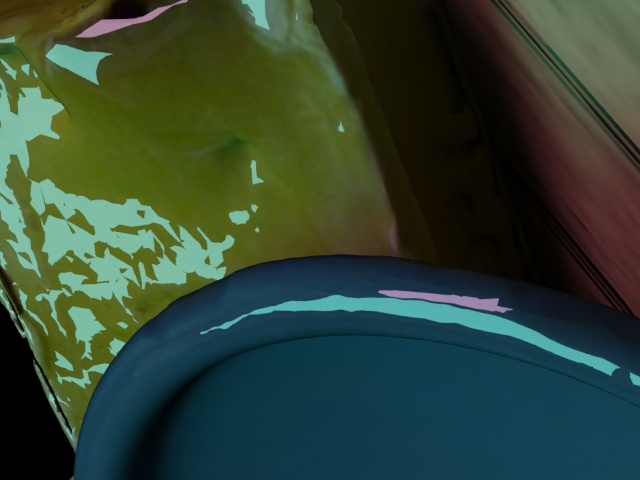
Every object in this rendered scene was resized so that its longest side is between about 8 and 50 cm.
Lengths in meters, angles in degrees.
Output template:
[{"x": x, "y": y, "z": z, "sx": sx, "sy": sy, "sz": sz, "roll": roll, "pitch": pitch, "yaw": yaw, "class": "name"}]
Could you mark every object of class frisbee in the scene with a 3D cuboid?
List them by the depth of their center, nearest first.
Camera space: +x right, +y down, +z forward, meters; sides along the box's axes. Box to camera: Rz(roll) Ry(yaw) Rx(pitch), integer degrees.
[{"x": 0.065, "y": 0.115, "z": 0.446, "sx": 0.290, "sy": 0.049, "sz": 0.289, "roll": 22, "pitch": 135, "yaw": 23, "class": "frisbee"}]

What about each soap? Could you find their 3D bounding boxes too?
[{"x": -0.010, "y": 0.024, "z": 0.506, "sx": 0.135, "sy": 0.076, "sz": 0.233, "roll": -7, "pitch": 120, "yaw": 31, "class": "soap"}]

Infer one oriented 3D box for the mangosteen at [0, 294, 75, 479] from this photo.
[{"x": -0.273, "y": 0.055, "z": 1.149, "sx": 0.297, "sy": 0.297, "sz": 0.313, "roll": 51, "pitch": 152, "yaw": 31, "class": "mangosteen"}]
